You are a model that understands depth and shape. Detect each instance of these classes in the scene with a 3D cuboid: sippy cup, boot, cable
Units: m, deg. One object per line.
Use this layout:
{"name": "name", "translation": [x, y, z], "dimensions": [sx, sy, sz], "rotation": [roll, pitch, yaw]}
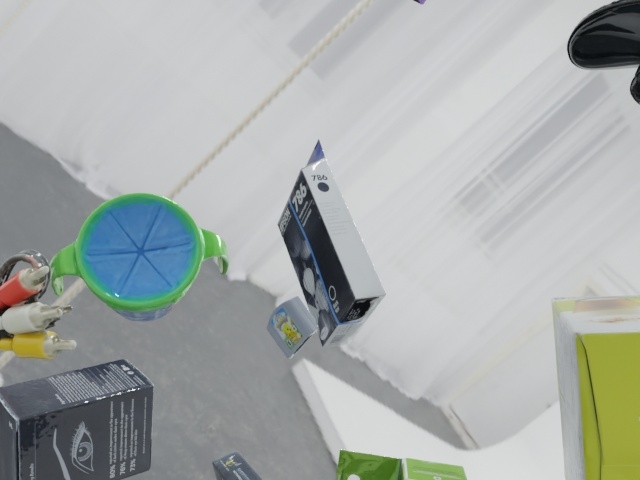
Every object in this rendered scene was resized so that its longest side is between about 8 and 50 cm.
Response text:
{"name": "sippy cup", "translation": [-0.355, 0.056, 1.403], "dimensions": [0.305, 0.240, 0.224], "rotation": [26, -26, -1]}
{"name": "boot", "translation": [0.425, -0.245, 0.919], "dimensions": [0.207, 0.246, 0.094], "rotation": [-52, 125, -40]}
{"name": "cable", "translation": [-0.423, 0.105, 0.876], "dimensions": [0.072, 0.287, 0.140], "rotation": [-6, 77, -70]}

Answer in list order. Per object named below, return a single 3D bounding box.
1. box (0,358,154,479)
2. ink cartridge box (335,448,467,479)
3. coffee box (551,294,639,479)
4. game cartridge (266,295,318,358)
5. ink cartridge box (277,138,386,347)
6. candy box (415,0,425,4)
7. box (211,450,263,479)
{"name": "box", "translation": [-0.365, 0.283, 1.048], "dimensions": [0.207, 0.153, 0.108], "rotation": [-6, 20, -40]}
{"name": "ink cartridge box", "translation": [0.152, 0.538, 1.400], "dimensions": [0.255, 0.189, 0.097], "rotation": [8, 9, 1]}
{"name": "coffee box", "translation": [0.561, 0.270, 1.103], "dimensions": [0.334, 0.337, 0.339], "rotation": [-14, 99, -77]}
{"name": "game cartridge", "translation": [-0.037, 0.105, 0.864], "dimensions": [0.017, 0.083, 0.056], "rotation": [-20, 68, -38]}
{"name": "ink cartridge box", "translation": [0.000, 0.000, 1.218], "dimensions": [0.065, 0.165, 0.333], "rotation": [-5, 56, -25]}
{"name": "candy box", "translation": [0.099, -0.442, 0.955], "dimensions": [0.196, 0.165, 0.070], "rotation": [21, 50, -15]}
{"name": "box", "translation": [-0.113, 0.512, 1.266], "dimensions": [0.232, 0.059, 0.184], "rotation": [19, -57, 61]}
